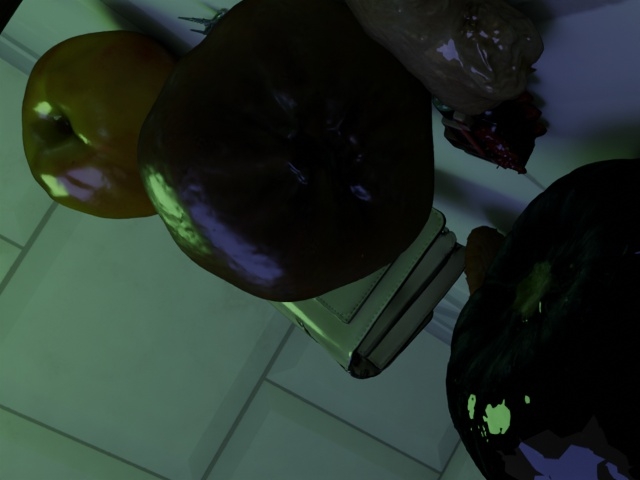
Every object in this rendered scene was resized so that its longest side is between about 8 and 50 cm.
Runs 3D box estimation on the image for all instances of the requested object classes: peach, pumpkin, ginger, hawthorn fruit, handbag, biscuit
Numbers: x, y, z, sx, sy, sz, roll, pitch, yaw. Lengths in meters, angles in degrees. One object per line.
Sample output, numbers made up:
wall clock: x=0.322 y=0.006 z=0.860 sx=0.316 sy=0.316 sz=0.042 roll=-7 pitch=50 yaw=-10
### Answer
peach: x=-0.302 y=-0.175 z=1.139 sx=0.289 sy=0.289 sz=0.308 roll=27 pitch=-163 yaw=27
pumpkin: x=0.250 y=0.093 z=0.584 sx=0.238 sy=0.315 sz=0.315 roll=26 pitch=175 yaw=-18
ginger: x=0.064 y=-0.162 z=0.487 sx=0.137 sy=0.074 sz=0.213 roll=17 pitch=170 yaw=41
hawthorn fruit: x=-0.039 y=-0.082 z=0.698 sx=0.267 sy=0.268 sz=0.301 roll=32 pitch=175 yaw=-13
handbag: x=0.000 y=0.000 z=1.044 sx=0.358 sy=0.237 sz=0.160 roll=37 pitch=176 yaw=32
biscuit: x=0.262 y=0.097 z=0.985 sx=0.035 sy=0.254 sz=0.254 roll=-27 pitch=137 yaw=28

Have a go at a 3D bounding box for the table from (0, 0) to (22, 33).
table: x=-0.570 y=-0.355 z=1.045 sx=0.196 sy=0.250 sz=0.282 roll=34 pitch=172 yaw=-20

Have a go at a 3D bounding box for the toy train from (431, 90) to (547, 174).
toy train: x=0.141 y=-0.103 z=0.629 sx=0.087 sy=0.050 sz=0.138 roll=25 pitch=180 yaw=28

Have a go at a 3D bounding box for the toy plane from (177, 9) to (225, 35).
toy plane: x=-0.125 y=-0.250 z=0.852 sx=0.078 sy=0.024 sz=0.084 roll=13 pitch=-179 yaw=-24
